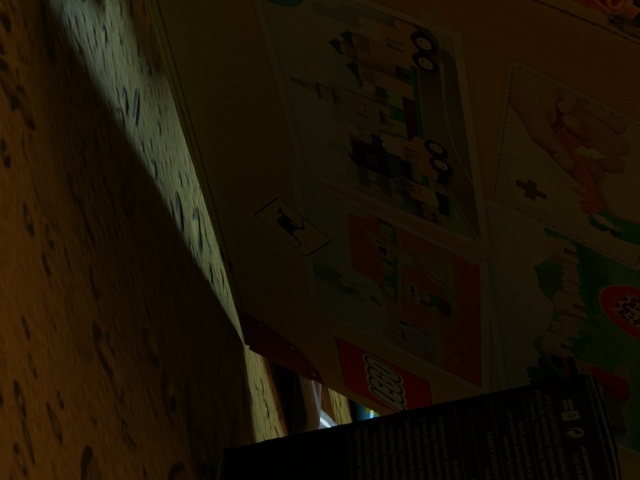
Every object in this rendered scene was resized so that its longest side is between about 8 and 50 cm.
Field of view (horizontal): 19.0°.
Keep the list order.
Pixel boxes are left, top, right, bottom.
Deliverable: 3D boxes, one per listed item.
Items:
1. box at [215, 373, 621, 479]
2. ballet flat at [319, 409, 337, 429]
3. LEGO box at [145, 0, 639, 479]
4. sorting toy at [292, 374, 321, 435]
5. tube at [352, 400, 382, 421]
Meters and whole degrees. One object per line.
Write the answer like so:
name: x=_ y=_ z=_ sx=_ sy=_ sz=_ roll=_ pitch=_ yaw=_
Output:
box: x=0.060 y=0.177 z=0.996 sx=0.108 sy=0.207 sz=0.153 roll=-92 pitch=169 yaw=-60
ballet flat: x=0.022 y=0.196 z=1.441 sx=0.057 sy=0.052 sz=0.168 roll=69 pitch=9 yaw=-58
LEGO box: x=0.123 y=-0.059 z=1.017 sx=0.193 sy=0.372 sz=0.500 roll=-55 pitch=157 yaw=-24
sorting toy: x=-0.012 y=0.023 z=1.440 sx=0.193 sy=0.038 sz=0.208 roll=-89 pitch=173 yaw=-73
tube: x=0.051 y=0.157 z=1.982 sx=0.080 sy=0.052 sz=0.207 roll=65 pitch=17 yaw=-47
